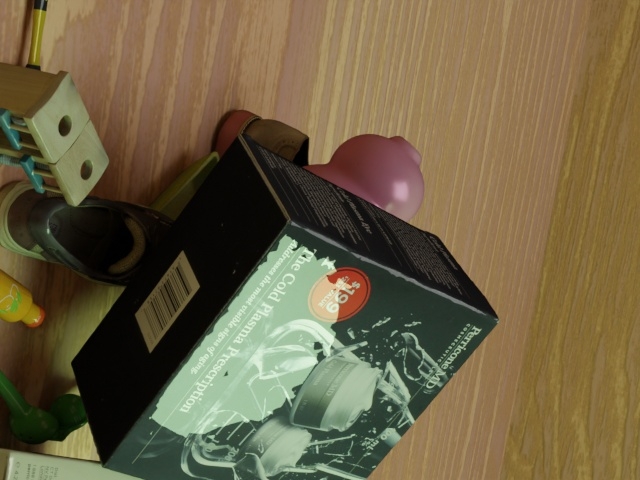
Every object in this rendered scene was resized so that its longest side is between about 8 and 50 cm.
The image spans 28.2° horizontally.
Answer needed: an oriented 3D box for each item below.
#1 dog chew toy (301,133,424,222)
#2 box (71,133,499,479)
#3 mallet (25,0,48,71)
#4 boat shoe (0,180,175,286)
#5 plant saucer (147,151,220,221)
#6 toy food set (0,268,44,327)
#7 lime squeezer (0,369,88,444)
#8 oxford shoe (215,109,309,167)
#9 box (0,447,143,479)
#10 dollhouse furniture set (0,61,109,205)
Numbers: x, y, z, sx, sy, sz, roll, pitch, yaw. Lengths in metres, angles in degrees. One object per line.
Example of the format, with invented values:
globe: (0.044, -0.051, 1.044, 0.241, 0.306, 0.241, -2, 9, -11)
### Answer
dog chew toy: (0.000, 0.000, 1.615, 0.332, 0.206, 0.206, -46, 151, -1)
box: (-0.041, 0.113, 1.408, 0.312, 0.179, 0.343, 25, 111, -36)
mallet: (-0.291, -0.227, 1.293, 0.062, 0.039, 0.189, -19, 116, -64)
boat shoe: (-0.230, 0.003, 1.413, 0.285, 0.092, 0.102, 21, 88, -51)
plant saucer: (-0.183, 0.007, 1.622, 0.188, 0.045, 0.188, -52, 146, -40)
toy food set: (-0.367, 0.138, 1.241, 0.232, 0.111, 0.104, -70, 154, -17)
lime squeezer: (-0.310, 0.179, 1.470, 0.310, 0.059, 0.110, 13, 62, -63)
oxford shoe: (-0.060, -0.011, 1.762, 0.123, 0.130, 0.348, -52, 146, -40)
box: (-0.293, 0.290, 1.349, 0.232, 0.149, 0.126, 21, 72, -48)
dollhouse furniture set: (-0.317, -0.063, 1.212, 0.183, 0.129, 0.129, -60, 151, -31)
